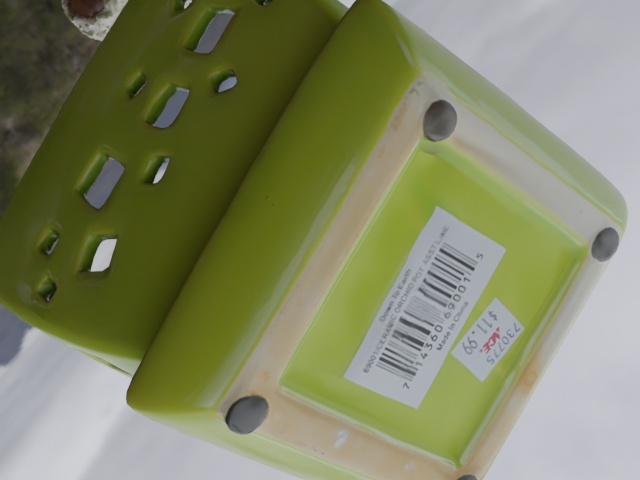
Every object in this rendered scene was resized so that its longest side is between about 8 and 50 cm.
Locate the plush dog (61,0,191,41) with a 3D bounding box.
[{"bbox_3d":[-0.186,-0.329,1.202,0.225,0.210,0.262,-39,-129,5],"label":"plush dog"}]

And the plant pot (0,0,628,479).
[{"bbox_3d":[0.000,0.000,0.524,0.228,0.227,0.207,-59,-143,0],"label":"plant pot"}]
